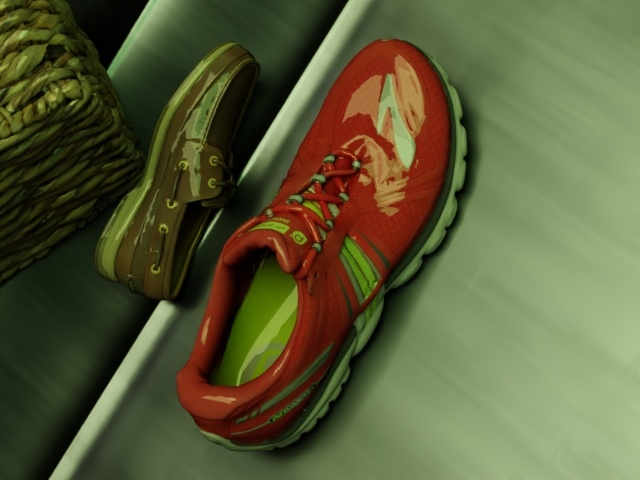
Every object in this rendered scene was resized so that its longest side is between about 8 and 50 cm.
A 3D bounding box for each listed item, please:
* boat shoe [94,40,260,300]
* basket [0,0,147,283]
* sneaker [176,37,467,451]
[{"bbox_3d":[-0.081,-0.043,1.229,0.060,0.064,0.178,29,94,22],"label":"boat shoe"},{"bbox_3d":[-0.292,-0.079,1.234,0.299,0.213,0.223,-31,71,0],"label":"basket"},{"bbox_3d":[0.000,0.000,1.148,0.107,0.118,0.279,22,85,26],"label":"sneaker"}]
